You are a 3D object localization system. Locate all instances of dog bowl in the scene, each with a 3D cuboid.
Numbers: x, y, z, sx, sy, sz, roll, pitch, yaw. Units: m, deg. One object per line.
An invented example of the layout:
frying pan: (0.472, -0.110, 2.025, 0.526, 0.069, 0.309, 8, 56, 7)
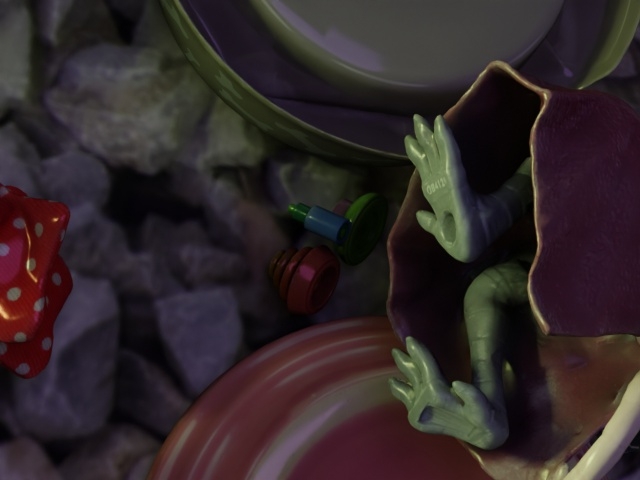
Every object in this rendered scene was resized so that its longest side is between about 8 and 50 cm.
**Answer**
dog bowl: (0.043, -0.207, 0.960, 0.349, 0.102, 0.348, 4, 76, -17)

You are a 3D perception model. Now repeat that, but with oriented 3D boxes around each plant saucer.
plant saucer: (0.051, 0.206, 0.880, 0.332, 0.084, 0.332, 4, 76, -18)

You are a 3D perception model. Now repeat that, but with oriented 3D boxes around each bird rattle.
bird rattle: (-0.274, 0.018, 0.817, 0.253, 0.143, 0.207, 39, 80, -21)

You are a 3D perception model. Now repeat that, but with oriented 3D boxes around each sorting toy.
sorting toy: (0.000, 0.000, 0.931, 0.042, 0.061, 0.102, 26, 58, 25)

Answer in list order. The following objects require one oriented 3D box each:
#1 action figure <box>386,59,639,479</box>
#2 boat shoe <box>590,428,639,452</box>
action figure: (0.222, -0.004, 0.858, 0.370, 0.248, 0.275, -7, 52, -33)
boat shoe: (0.287, 0.065, 0.993, 0.255, 0.079, 0.095, -22, 86, -22)
